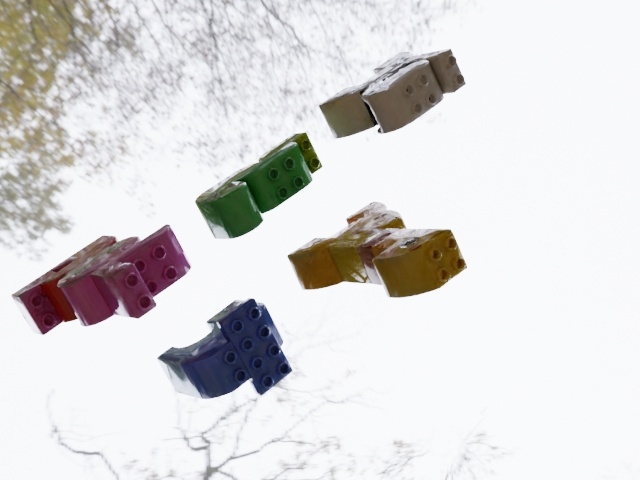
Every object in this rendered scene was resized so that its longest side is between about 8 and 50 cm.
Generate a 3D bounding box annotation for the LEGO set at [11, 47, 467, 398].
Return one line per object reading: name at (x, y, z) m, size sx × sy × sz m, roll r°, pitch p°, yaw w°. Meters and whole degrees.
LEGO set at (0.000, 0.000, 0.477) m, size 0.227 × 0.093 × 0.087 m, roll -36°, pitch -70°, yaw -28°
